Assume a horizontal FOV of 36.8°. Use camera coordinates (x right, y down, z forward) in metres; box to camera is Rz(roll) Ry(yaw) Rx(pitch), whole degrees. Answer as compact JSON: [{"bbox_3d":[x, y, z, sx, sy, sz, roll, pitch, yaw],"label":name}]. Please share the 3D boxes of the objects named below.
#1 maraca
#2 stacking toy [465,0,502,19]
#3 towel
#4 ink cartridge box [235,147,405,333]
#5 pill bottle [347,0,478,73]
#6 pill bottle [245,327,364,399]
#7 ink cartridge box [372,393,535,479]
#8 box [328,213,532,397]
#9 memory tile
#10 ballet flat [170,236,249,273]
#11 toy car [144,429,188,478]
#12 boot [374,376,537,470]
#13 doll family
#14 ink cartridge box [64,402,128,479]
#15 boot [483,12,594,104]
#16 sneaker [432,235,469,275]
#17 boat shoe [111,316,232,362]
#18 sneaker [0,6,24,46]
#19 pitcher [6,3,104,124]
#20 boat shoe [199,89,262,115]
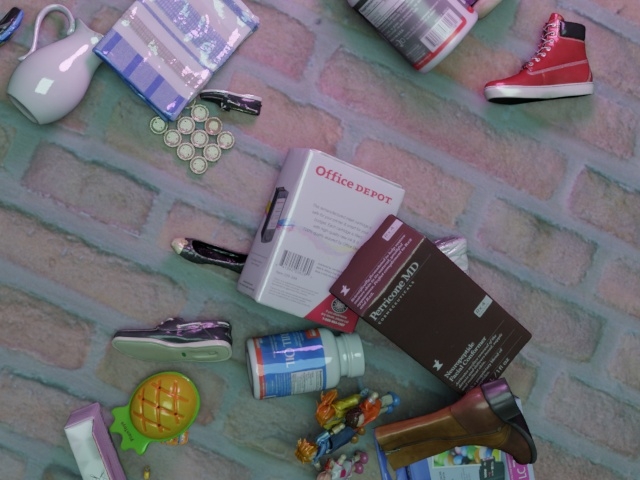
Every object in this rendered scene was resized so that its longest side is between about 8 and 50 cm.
[{"bbox_3d":[-0.320,0.333,1.865,0.186,0.099,0.127,-35,78,-2],"label":"maraca"},{"bbox_3d":[0.253,-0.601,1.913,0.141,0.141,0.330,-45,95,-5],"label":"stacking toy"},{"bbox_3d":[-0.268,-0.391,1.834,0.209,0.034,0.285,45,74,-23],"label":"towel"},{"bbox_3d":[0.000,0.000,1.868,0.226,0.131,0.306,22,87,-25],"label":"ink cartridge box"},{"bbox_3d":[0.155,-0.477,1.882,0.283,0.161,0.161,42,85,-8],"label":"pill bottle"},{"bbox_3d":[-0.031,0.238,1.898,0.222,0.124,0.124,-8,93,-10],"label":"pill bottle"},{"bbox_3d":[0.277,0.443,1.991,0.311,0.065,0.185,-11,94,-7],"label":"ink cartridge box"},{"bbox_3d":[0.219,0.139,1.854,0.381,0.143,0.191,39,89,-33],"label":"box"},{"bbox_3d":[-0.252,-0.213,1.899,0.113,0.012,0.148,-45,98,-5],"label":"memory tile"},{"bbox_3d":[-0.208,0.022,1.890,0.173,0.057,0.049,16,134,-16],"label":"ballet flat"},{"bbox_3d":[-0.303,0.423,1.901,0.060,0.040,0.122,21,88,-10],"label":"toy car"},{"bbox_3d":[0.271,0.405,1.896,0.281,0.096,0.264,-25,139,8],"label":"boot"},{"bbox_3d":[0.030,0.378,1.890,0.118,0.163,0.262,37,119,29],"label":"doll family"},{"bbox_3d":[-0.391,0.468,1.776,0.066,0.261,0.296,-20,95,-9],"label":"ink cartridge box"},{"bbox_3d":[0.439,-0.373,1.974,0.244,0.088,0.176,-9,93,-17],"label":"boot"},{"bbox_3d":[0.202,0.075,1.950,0.232,0.090,0.115,-18,98,-7],"label":"sneaker"},{"bbox_3d":[-0.289,0.192,1.888,0.233,0.084,0.079,1,54,-3],"label":"boat shoe"},{"bbox_3d":[-0.640,-0.385,1.799,0.188,0.067,0.078,-32,103,-4],"label":"sneaker"},{"bbox_3d":[-0.503,-0.333,1.807,0.178,0.125,0.207,39,75,7],"label":"pitcher"},{"bbox_3d":[-0.177,-0.271,1.894,0.125,0.046,0.038,7,86,-18],"label":"boat shoe"}]
